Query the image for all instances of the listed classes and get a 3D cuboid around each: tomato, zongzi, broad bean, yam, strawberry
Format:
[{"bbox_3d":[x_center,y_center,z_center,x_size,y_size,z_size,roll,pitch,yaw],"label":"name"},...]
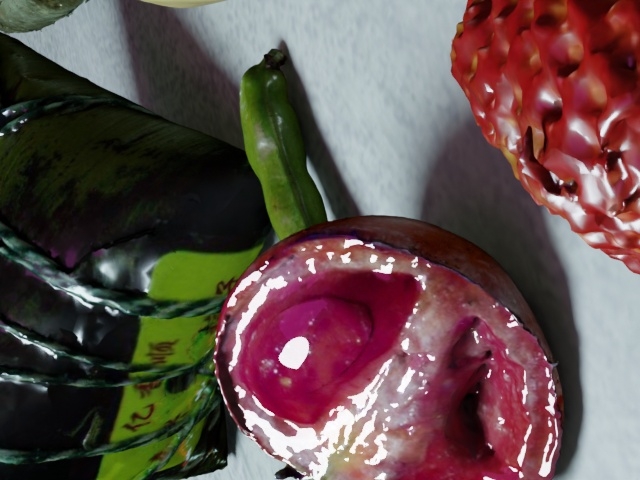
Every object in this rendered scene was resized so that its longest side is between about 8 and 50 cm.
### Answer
[{"bbox_3d":[0.043,0.059,0.684,0.189,0.099,0.173,35,124,-5],"label":"tomato"},{"bbox_3d":[-0.215,0.081,0.951,0.319,0.362,0.384,24,126,37],"label":"zongzi"},{"bbox_3d":[0.000,0.001,0.801,0.052,0.052,0.256,18,-132,-64],"label":"broad bean"},{"bbox_3d":[-0.257,-0.239,1.144,0.183,0.107,0.107,5,109,63],"label":"yam"},{"bbox_3d":[0.102,-0.085,0.425,0.228,0.097,0.175,-127,52,-64],"label":"strawberry"}]

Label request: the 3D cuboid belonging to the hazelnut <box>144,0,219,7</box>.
[{"bbox_3d":[-0.070,-0.226,0.579,0.261,0.241,0.261,45,166,14],"label":"hazelnut"}]
